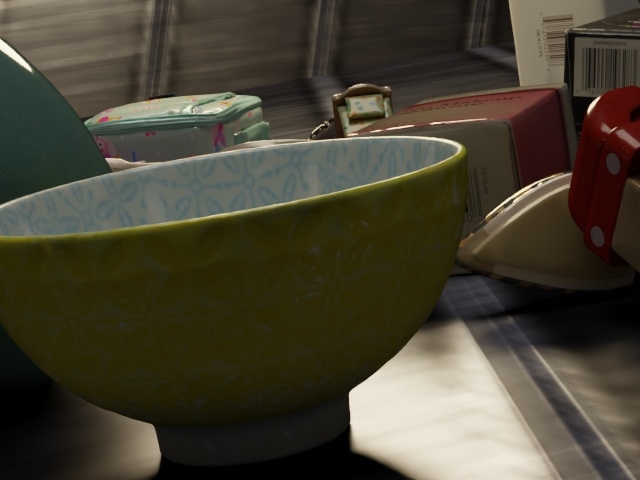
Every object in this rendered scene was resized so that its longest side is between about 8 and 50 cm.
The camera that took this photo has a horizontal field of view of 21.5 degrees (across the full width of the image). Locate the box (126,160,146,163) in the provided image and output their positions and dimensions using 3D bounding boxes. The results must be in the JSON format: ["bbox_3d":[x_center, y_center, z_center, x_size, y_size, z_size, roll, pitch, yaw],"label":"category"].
[{"bbox_3d":[-0.381,-0.044,2.067,0.293,0.057,0.201,-16,13,-38],"label":"box"}]

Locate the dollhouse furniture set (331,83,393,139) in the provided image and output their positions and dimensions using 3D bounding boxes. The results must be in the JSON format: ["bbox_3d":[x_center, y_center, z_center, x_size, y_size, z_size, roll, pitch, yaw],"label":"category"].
[{"bbox_3d":[-0.006,-0.095,1.639,0.161,0.101,0.182,-10,45,-2],"label":"dollhouse furniture set"}]

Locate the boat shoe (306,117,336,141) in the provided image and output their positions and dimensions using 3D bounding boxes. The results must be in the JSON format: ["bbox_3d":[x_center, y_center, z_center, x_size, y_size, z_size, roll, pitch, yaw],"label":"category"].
[{"bbox_3d":[0.035,-0.100,1.907,0.285,0.092,0.103,-2,9,25],"label":"boat shoe"}]

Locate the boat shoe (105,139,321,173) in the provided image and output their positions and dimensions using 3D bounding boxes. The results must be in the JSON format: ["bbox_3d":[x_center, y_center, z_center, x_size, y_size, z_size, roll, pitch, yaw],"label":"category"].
[{"bbox_3d":[-0.126,-0.034,1.748,0.335,0.096,0.112,-5,-26,3],"label":"boat shoe"}]

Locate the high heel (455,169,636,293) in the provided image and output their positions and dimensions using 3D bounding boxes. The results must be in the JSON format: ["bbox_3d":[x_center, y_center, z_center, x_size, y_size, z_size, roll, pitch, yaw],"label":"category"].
[{"bbox_3d":[0.198,-0.008,1.301,0.261,0.093,0.186,-13,0,-17],"label":"high heel"}]

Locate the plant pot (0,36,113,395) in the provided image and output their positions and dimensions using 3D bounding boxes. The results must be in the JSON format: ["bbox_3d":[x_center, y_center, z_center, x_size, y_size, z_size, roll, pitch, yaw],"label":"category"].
[{"bbox_3d":[-0.249,0.000,1.191,0.195,0.290,0.290,27,6,-8],"label":"plant pot"}]

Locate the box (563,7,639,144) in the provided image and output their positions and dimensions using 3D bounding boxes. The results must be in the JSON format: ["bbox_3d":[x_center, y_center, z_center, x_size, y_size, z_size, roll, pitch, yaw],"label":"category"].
[{"bbox_3d":[0.368,-0.161,1.761,0.165,0.143,0.270,7,15,24],"label":"box"}]

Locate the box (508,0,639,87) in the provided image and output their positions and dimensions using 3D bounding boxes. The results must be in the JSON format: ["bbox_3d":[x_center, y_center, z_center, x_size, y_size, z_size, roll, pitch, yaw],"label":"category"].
[{"bbox_3d":[0.441,-0.302,2.366,0.345,0.215,0.168,-16,12,-41],"label":"box"}]

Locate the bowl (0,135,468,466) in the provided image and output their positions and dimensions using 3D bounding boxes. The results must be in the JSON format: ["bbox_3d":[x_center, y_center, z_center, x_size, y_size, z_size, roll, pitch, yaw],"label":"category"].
[{"bbox_3d":[-0.049,0.040,0.980,0.289,0.156,0.289,-9,9,1],"label":"bowl"}]

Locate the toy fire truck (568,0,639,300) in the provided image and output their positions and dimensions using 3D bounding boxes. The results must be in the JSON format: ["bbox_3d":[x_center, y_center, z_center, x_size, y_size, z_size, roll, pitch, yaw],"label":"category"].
[{"bbox_3d":[0.257,-0.092,1.181,0.217,0.158,0.246,-14,39,-26],"label":"toy fire truck"}]

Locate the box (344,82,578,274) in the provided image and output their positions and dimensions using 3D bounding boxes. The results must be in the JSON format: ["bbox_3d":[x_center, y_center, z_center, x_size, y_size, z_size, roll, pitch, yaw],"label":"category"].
[{"bbox_3d":[0.131,-0.055,1.466,0.148,0.127,0.232,-5,10,21],"label":"box"}]

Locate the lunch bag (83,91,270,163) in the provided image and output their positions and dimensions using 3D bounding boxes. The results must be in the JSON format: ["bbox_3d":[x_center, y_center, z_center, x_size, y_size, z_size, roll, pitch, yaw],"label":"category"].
[{"bbox_3d":[-0.192,-0.144,2.335,0.224,0.108,0.279,-7,10,12],"label":"lunch bag"}]
